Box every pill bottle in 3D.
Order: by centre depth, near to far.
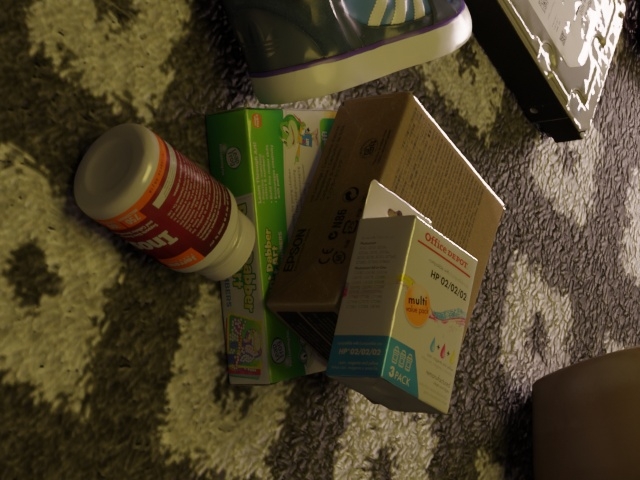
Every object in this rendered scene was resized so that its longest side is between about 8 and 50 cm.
[{"bbox_3d":[-0.124,-0.026,1.192,0.152,0.086,0.086,37,59,-44],"label":"pill bottle"}]

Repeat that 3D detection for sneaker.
[{"bbox_3d":[0.024,-0.276,1.372,0.323,0.130,0.236,-28,110,-47],"label":"sneaker"}]

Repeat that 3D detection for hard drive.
[{"bbox_3d":[0.255,-0.312,1.732,0.339,0.064,0.237,51,50,-37],"label":"hard drive"}]

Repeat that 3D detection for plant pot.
[{"bbox_3d":[0.372,0.275,1.662,0.323,0.323,0.280,5,65,-52],"label":"plant pot"}]

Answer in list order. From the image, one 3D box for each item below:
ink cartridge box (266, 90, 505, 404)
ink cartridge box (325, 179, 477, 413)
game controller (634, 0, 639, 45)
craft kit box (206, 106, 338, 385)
[{"bbox_3d":[0.067,0.011,1.348,0.193,0.088,0.235,47,52,-40],"label":"ink cartridge box"},{"bbox_3d":[0.075,0.047,1.236,0.104,0.061,0.181,33,63,-46],"label":"ink cartridge box"},{"bbox_3d":[0.513,-0.391,2.069,0.166,0.067,0.319,33,62,-46],"label":"game controller"},{"bbox_3d":[0.000,0.000,1.378,0.246,0.061,0.250,-5,90,-55],"label":"craft kit box"}]
